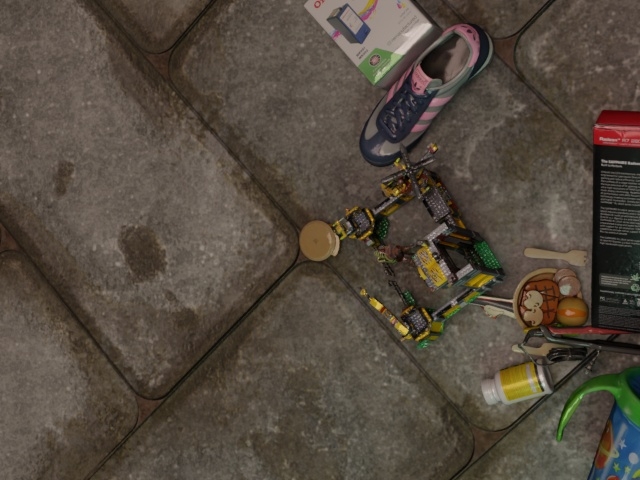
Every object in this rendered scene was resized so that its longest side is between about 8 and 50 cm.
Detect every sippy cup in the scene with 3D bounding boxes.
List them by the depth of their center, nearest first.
[{"bbox_3d":[0.548,0.360,1.748,0.305,0.240,0.224,39,117,41],"label":"sippy cup"}]

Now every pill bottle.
[{"bbox_3d":[0.346,0.253,1.899,0.116,0.065,0.065,-20,84,20],"label":"pill bottle"}]

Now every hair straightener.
[{"bbox_3d":[0.450,0.187,1.832,0.230,0.047,0.089,-1,100,-1],"label":"hair straightener"}]

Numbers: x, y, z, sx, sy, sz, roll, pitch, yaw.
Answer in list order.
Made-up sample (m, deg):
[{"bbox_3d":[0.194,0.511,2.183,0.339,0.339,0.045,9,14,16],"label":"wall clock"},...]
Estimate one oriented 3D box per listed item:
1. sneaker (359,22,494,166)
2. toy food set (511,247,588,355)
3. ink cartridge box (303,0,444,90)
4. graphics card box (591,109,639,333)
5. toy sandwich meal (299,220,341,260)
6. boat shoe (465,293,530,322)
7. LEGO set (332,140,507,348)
[{"bbox_3d":[0.170,-0.265,1.927,0.112,0.131,0.319,45,106,15],"label":"sneaker"},{"bbox_3d":[0.400,0.109,1.867,0.132,0.038,0.192,5,93,-3],"label":"toy food set"},{"bbox_3d":[0.098,-0.406,1.975,0.154,0.093,0.212,-43,74,17],"label":"ink cartridge box"},{"bbox_3d":[0.555,-0.022,1.719,0.232,0.094,0.371,4,117,23],"label":"graphics card box"},{"bbox_3d":[0.000,0.000,2.055,0.085,0.029,0.086,1,92,26],"label":"toy sandwich meal"},{"bbox_3d":[0.317,0.120,1.920,0.137,0.049,0.043,7,95,17],"label":"boat shoe"},{"bbox_3d":[0.154,0.012,1.877,0.255,0.192,0.331,-29,71,24],"label":"LEGO set"}]
